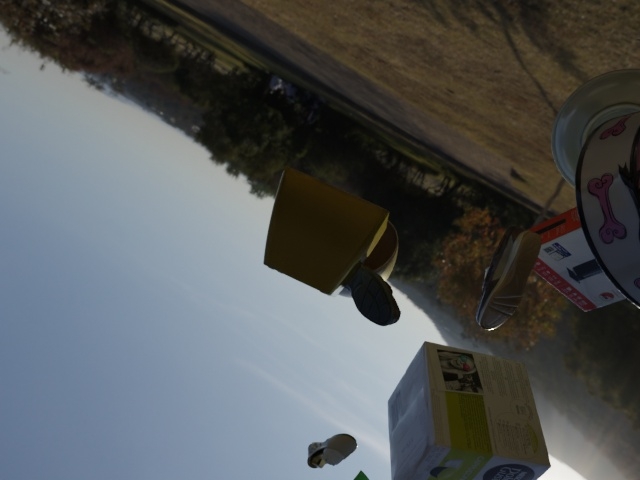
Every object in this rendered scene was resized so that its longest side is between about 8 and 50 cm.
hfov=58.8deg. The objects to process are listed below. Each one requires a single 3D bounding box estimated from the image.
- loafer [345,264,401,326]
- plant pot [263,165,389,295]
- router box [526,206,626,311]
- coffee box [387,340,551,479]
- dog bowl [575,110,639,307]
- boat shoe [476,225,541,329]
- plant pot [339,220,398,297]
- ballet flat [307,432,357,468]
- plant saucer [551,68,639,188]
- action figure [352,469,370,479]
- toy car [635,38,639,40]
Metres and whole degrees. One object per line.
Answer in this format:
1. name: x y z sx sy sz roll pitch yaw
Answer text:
1. loafer: 0.110 0.102 1.315 0.084 0.096 0.267 8 -156 -38
2. plant pot: 0.000 0.000 1.131 0.212 0.187 0.212 24 176 8
3. router box: 0.768 0.041 1.569 0.335 0.301 0.082 34 -132 -22
4. coffee box: 0.412 0.559 1.670 0.334 0.337 0.338 13 -140 -8
5. dog bowl: 0.669 -0.067 1.020 0.408 0.408 0.150 30 156 -12
6. boat shoe: 0.478 0.096 1.486 0.103 0.285 0.092 9 -161 -27
7. plant pot: 0.102 0.069 1.753 0.284 0.284 0.191 36 152 37
8. ballet flat: 0.028 0.647 1.716 0.086 0.086 0.248 30 143 -12
9. plant saucer: 0.891 -0.298 1.678 0.400 0.400 0.100 33 -150 16
10. action figure: 0.177 0.852 1.772 0.232 0.137 0.063 33 172 28
11. toy car: 0.729 -0.375 1.155 0.155 0.149 0.188 17 -155 -17
